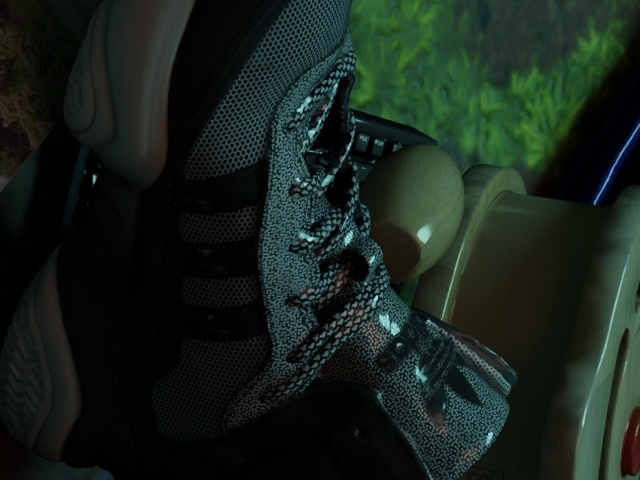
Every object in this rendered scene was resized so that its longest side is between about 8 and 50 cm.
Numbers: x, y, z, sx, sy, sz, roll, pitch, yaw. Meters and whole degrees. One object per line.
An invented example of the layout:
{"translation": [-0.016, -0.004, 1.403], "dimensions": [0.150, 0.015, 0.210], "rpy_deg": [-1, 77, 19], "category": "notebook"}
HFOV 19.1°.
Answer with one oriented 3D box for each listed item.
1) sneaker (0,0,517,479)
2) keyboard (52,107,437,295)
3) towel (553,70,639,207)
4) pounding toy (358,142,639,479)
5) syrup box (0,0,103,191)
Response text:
{"translation": [0.000, 0.000, 0.580], "dimensions": [0.101, 0.153, 0.268], "rpy_deg": [-50, 168, -47], "category": "sneaker"}
{"translation": [-0.020, -0.036, 0.726], "dimensions": [0.180, 0.023, 0.108], "rpy_deg": [13, 87, -46], "category": "keyboard"}
{"translation": [0.221, 0.038, 0.952], "dimensions": [0.227, 0.076, 0.308], "rpy_deg": [-50, 128, -19], "category": "towel"}
{"translation": [0.052, 0.053, 0.763], "dimensions": [0.154, 0.155, 0.269], "rpy_deg": [-59, 151, -46], "category": "pounding toy"}
{"translation": [-0.134, -0.060, 0.554], "dimensions": [0.237, 0.096, 0.093], "rpy_deg": [-54, 129, -25], "category": "syrup box"}
